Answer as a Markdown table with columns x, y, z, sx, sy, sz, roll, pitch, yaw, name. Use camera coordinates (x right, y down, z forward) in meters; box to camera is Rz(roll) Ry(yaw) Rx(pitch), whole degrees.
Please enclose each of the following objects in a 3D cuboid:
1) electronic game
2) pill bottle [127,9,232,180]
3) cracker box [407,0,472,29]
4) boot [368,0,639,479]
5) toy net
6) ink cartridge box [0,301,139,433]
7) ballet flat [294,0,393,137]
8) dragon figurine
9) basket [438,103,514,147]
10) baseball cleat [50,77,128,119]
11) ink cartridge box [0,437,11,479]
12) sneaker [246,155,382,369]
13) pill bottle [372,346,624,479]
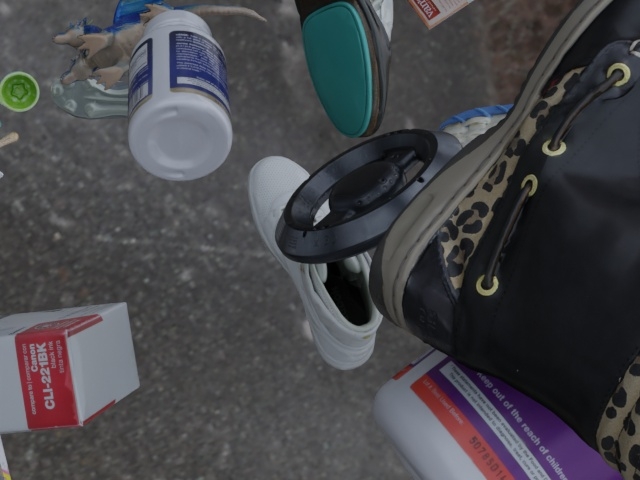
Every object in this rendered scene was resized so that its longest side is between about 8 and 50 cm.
| x | y | z | sx | sy | sz | roll | pitch | yaw | name |
| --- | --- | --- | --- | --- | --- | --- | --- | --- | --- |
| 0.052 | -0.050 | 1.356 | 0.048 | 0.229 | 0.229 | 60 | 31 | -24 | electronic game |
| -0.132 | -0.142 | 1.158 | 0.094 | 0.094 | 0.169 | 38 | 28 | -34 | pill bottle |
| 0.209 | -0.385 | 1.590 | 0.067 | 0.232 | 0.156 | 49 | 18 | -26 | cracker box |
| 0.239 | -0.025 | 0.822 | 0.284 | 0.377 | 0.138 | 42 | -5 | 45 | boot |
| -0.572 | -0.190 | 2.118 | 0.122 | 0.232 | 0.045 | 21 | 6 | -20 | toy net |
| -0.379 | 0.154 | 1.463 | 0.197 | 0.272 | 0.114 | -31 | 113 | -77 | ink cartridge box |
| 0.019 | -0.242 | 1.207 | 0.096 | 0.095 | 0.281 | -33 | 108 | -38 | ballet flat |
| -0.211 | -0.260 | 1.516 | 0.144 | 0.289 | 0.085 | -90 | 155 | -62 | dragon figurine |
| 0.288 | -0.117 | 1.866 | 0.289 | 0.254 | 0.201 | -65 | 144 | -47 | basket |
| -0.323 | -0.221 | 1.982 | 0.109 | 0.205 | 0.072 | -1 | 100 | -76 | baseball cleat |
| -0.548 | 0.381 | 1.798 | 0.117 | 0.201 | 0.278 | 19 | 33 | -42 | ink cartridge box |
| 0.000 | 0.000 | 1.506 | 0.108 | 0.169 | 0.293 | -23 | 74 | -14 | sneaker |
| 0.212 | 0.101 | 0.975 | 0.181 | 0.323 | 0.181 | 52 | -5 | 6 | pill bottle |
